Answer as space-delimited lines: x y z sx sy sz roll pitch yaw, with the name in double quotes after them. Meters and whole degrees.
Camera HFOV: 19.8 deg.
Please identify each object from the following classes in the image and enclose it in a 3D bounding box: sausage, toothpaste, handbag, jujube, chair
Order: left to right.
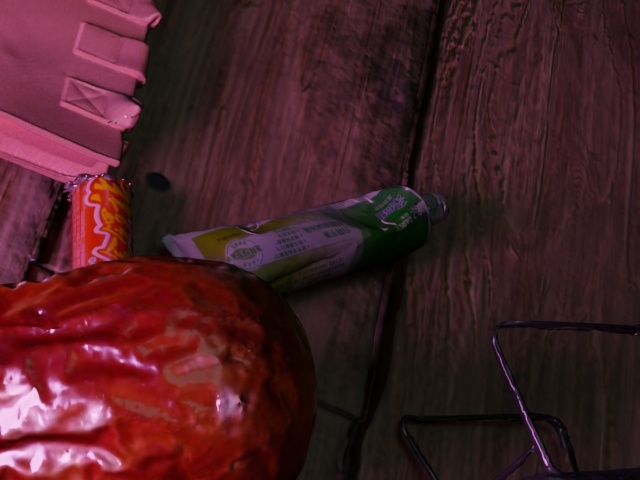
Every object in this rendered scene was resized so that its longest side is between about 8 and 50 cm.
-0.196 -0.141 1.303 0.157 0.059 0.212 21 46 -17 "handbag"
-0.131 0.091 1.057 0.255 0.190 0.190 7 49 -14 "jujube"
-0.145 0.023 1.205 0.050 0.048 0.145 53 25 -48 "sausage"
0.000 0.000 1.329 0.248 0.047 0.078 -16 60 -40 "toothpaste"
0.169 0.183 1.219 0.145 0.140 0.221 1 58 -30 "chair"
